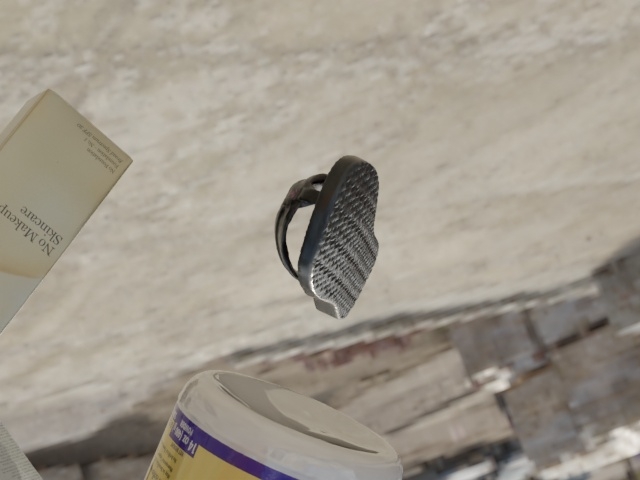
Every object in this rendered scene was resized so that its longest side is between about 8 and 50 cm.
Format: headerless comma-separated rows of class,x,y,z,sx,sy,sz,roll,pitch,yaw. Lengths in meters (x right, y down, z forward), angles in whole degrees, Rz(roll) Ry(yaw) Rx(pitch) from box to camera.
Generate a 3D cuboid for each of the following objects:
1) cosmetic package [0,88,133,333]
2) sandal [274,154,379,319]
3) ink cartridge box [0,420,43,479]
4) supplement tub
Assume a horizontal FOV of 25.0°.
cosmetic package,-0.415,-0.035,1.951,0.309,0.160,0.113,-57,-160,-21
sandal,-0.001,0.002,1.931,0.167,0.107,0.446,-61,169,-15
ink cartridge box,-0.460,0.442,2.059,0.071,0.330,0.324,-16,143,-42
supplement tub,-0.083,0.323,1.446,0.331,0.241,0.241,-67,157,4
